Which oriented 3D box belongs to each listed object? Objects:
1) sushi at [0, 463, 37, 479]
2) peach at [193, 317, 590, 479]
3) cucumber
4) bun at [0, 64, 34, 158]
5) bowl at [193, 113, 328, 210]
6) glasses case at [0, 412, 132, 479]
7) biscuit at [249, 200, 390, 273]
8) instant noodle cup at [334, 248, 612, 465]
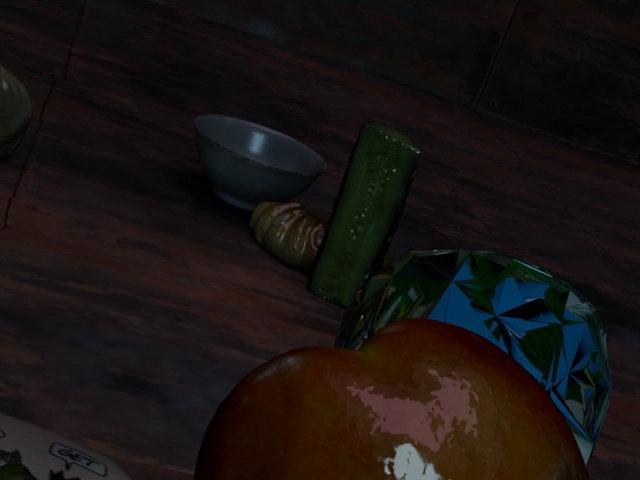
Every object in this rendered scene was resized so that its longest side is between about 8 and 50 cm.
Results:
[{"bbox_3d":[-0.187,0.200,0.379,0.294,0.178,0.352,20,14,-13],"label":"sushi"},{"bbox_3d":[0.042,0.169,0.650,0.243,0.244,0.199,24,-8,8],"label":"peach"},{"bbox_3d":[0.052,-0.029,1.261,0.078,0.211,0.062,22,19,7],"label":"cucumber"},{"bbox_3d":[-0.409,-0.163,1.272,0.166,0.113,0.173,11,18,-29],"label":"bun"},{"bbox_3d":[-0.091,-0.092,1.485,0.189,0.086,0.189,18,19,-6],"label":"bowl"},{"bbox_3d":[-0.257,0.134,0.648,0.314,0.075,0.122,17,17,-6],"label":"glasses case"},{"bbox_3d":[0.000,0.000,1.366,0.183,0.061,0.118,22,19,0],"label":"biscuit"},{"bbox_3d":[0.103,0.141,0.844,0.240,0.240,0.178,23,26,3],"label":"instant noodle cup"}]
